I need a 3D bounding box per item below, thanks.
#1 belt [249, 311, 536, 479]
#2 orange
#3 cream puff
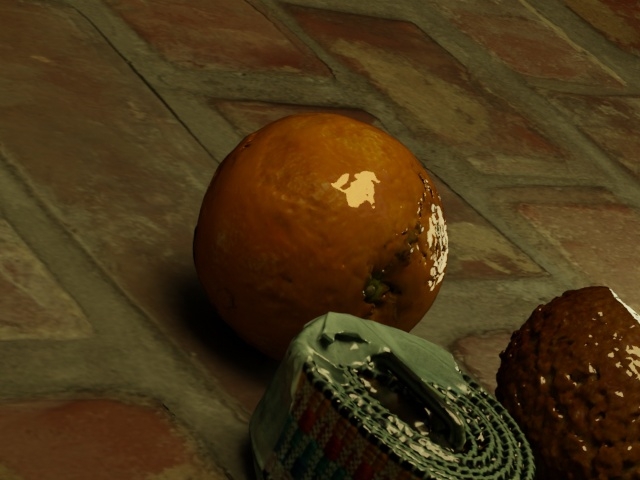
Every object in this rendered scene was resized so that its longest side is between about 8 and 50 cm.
[{"bbox_3d":[0.060,0.176,1.681,0.257,0.150,0.207,44,27,29],"label":"belt"},{"bbox_3d":[0.000,0.000,1.861,0.246,0.246,0.246,24,24,-11],"label":"orange"},{"bbox_3d":[0.266,0.198,1.779,0.303,0.212,0.303,56,-2,3],"label":"cream puff"}]
